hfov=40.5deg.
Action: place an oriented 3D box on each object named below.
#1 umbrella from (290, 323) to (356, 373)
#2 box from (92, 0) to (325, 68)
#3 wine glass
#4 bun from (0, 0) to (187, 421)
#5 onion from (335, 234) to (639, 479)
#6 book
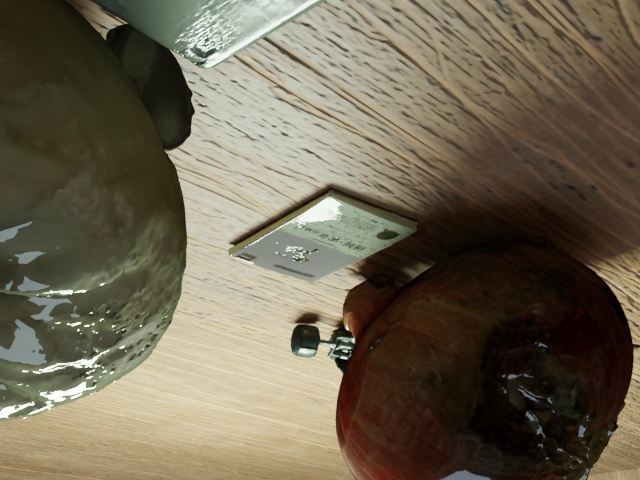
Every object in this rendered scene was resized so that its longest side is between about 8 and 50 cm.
[{"bbox_3d":[0.125,0.175,1.235,0.349,0.094,0.143,10,148,-18],"label":"umbrella"},{"bbox_3d":[-0.053,-0.174,0.487,0.172,0.093,0.124,-22,147,37],"label":"box"},{"bbox_3d":[-0.212,-0.085,0.662,0.222,0.103,0.103,-15,151,25],"label":"wine glass"},{"bbox_3d":[-0.268,-0.019,0.534,0.359,0.211,0.360,9,125,13],"label":"bun"},{"bbox_3d":[0.184,0.157,0.955,0.353,0.353,0.353,-1,155,0],"label":"onion"},{"bbox_3d":[0.000,0.000,0.950,0.127,0.014,0.181,19,148,-36],"label":"book"}]
